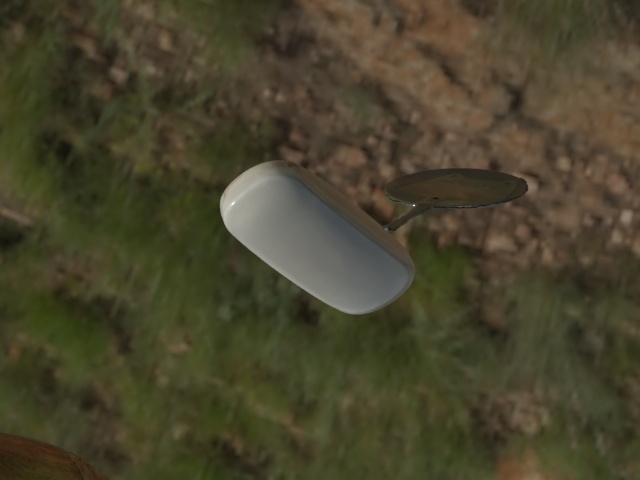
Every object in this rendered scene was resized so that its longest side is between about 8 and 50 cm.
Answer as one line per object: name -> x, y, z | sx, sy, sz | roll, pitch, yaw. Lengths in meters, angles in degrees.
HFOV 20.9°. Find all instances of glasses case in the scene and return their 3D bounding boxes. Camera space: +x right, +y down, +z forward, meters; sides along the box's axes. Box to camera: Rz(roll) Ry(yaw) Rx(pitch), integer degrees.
glasses case -> 0.000, 0.000, 1.411 | 0.081, 0.051, 0.204 | -36, 135, 16

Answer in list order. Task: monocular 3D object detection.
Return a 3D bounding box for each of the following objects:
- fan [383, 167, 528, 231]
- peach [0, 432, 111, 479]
fan -> 0.092, -0.033, 1.345 | 0.113, 0.175, 0.005 | 7, 111, 29
peach -> -0.208, 0.247, 1.192 | 0.235, 0.214, 0.214 | 26, 148, -23
